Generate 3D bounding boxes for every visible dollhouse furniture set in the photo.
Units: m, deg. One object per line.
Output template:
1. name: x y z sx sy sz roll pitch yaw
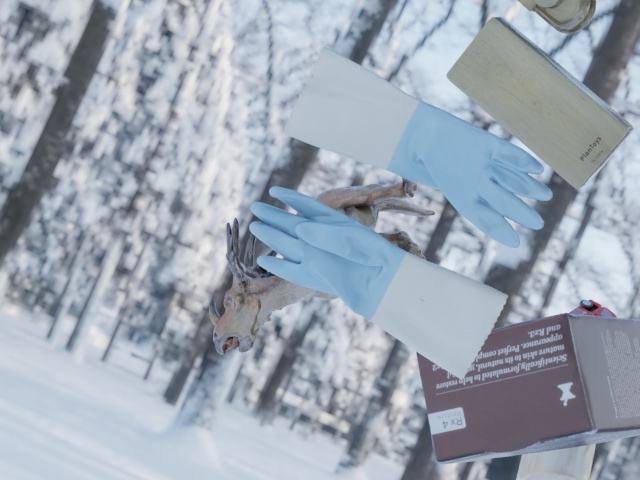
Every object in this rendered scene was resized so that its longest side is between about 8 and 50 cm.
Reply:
1. dollhouse furniture set: 0.198 -0.124 0.888 0.144 0.151 0.123 42 21 12

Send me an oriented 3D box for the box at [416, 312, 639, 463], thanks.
1. box: 0.287 0.174 1.586 0.191 0.143 0.381 -17 -12 28

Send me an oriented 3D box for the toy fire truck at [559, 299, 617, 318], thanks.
1. toy fire truck: 0.395 0.157 1.953 0.135 0.047 0.192 31 34 31

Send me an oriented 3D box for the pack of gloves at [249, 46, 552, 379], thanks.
1. pack of gloves: 0.065 -0.025 1.132 0.232 0.195 0.046 28 16 7

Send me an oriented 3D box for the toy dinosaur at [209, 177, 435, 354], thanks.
1. toy dinosaur: 0.000 0.000 1.523 0.200 0.295 0.127 -1 -61 42

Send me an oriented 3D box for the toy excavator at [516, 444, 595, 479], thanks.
1. toy excavator: 0.556 0.428 1.947 0.445 0.222 0.433 -13 -50 34
